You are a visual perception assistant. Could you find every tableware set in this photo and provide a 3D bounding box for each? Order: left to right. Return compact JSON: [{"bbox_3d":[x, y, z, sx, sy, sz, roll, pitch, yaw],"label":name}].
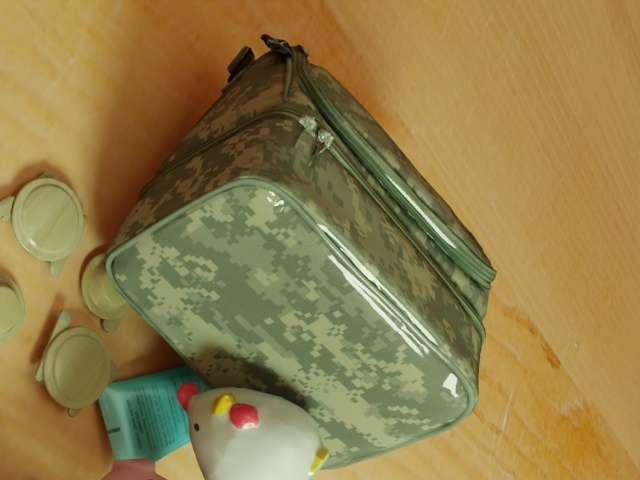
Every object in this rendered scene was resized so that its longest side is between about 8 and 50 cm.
[{"bbox_3d":[-0.202,0.042,0.723,0.168,0.020,0.141,52,48,-35],"label":"tableware set"}]

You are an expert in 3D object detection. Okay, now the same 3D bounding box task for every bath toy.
[{"bbox_3d":[-0.137,0.223,0.654,0.348,0.129,0.151,-43,166,-33],"label":"bath toy"}]

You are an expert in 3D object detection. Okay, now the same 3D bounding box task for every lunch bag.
[{"bbox_3d":[0.000,0.000,0.808,0.305,0.213,0.256,46,34,-20],"label":"lunch bag"}]

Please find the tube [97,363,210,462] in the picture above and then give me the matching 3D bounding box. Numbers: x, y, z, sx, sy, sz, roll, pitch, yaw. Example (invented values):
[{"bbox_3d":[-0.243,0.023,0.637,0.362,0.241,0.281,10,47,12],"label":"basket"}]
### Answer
[{"bbox_3d":[-0.103,0.136,0.826,0.207,0.052,0.080,-16,86,-48],"label":"tube"}]
